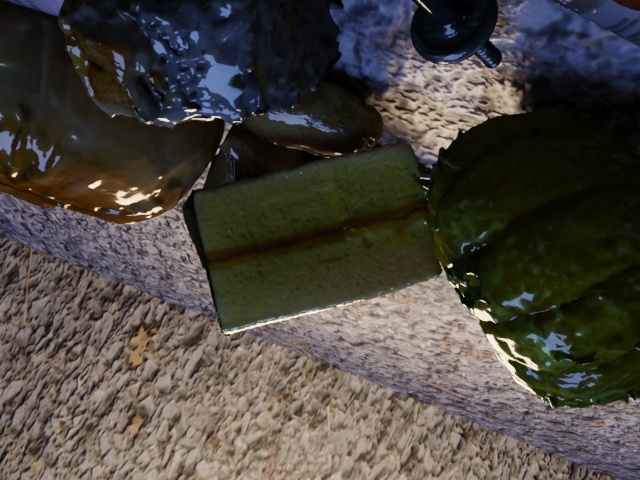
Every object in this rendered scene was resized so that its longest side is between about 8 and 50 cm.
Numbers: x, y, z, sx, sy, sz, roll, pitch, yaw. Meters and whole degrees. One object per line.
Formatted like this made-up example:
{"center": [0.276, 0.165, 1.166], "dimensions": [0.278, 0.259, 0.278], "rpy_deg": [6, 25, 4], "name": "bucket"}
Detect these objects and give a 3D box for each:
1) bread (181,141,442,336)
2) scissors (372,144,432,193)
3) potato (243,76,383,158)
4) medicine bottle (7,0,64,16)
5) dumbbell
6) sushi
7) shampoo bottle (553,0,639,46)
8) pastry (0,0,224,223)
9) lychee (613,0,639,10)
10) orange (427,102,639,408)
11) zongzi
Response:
{"center": [0.003, -0.001, 1.202], "dimensions": [0.264, 0.167, 0.163], "rpy_deg": [-12, 178, 11], "name": "bread"}
{"center": [0.060, -0.111, 1.295], "dimensions": [0.220, 0.017, 0.088], "rpy_deg": [29, 166, -23], "name": "scissors"}
{"center": [-0.015, -0.140, 1.178], "dimensions": [0.171, 0.080, 0.107], "rpy_deg": [12, 154, 8], "name": "potato"}
{"center": [-0.289, -0.291, 0.925], "dimensions": [0.254, 0.152, 0.152], "rpy_deg": [20, 164, 13], "name": "medicine bottle"}
{"center": [0.077, -0.200, 0.842], "dimensions": [0.110, 0.110, 0.254], "rpy_deg": [9, 167, 39], "name": "dumbbell"}
{"center": [-0.083, -0.192, 0.890], "dimensions": [0.184, 0.274, 0.139], "rpy_deg": [8, 133, 28], "name": "sushi"}
{"center": [0.271, -0.157, 0.780], "dimensions": [0.227, 0.055, 0.086], "rpy_deg": [25, 166, -9], "name": "shampoo bottle"}
{"center": [-0.294, -0.169, 1.138], "dimensions": [0.410, 0.245, 0.409], "rpy_deg": [16, 173, 2], "name": "pastry"}
{"center": [0.216, -0.194, 0.677], "dimensions": [0.101, 0.140, 0.114], "rpy_deg": [19, 126, 27], "name": "lychee"}
{"center": [0.237, 0.019, 1.022], "dimensions": [0.301, 0.223, 0.300], "rpy_deg": [56, -168, -29], "name": "orange"}
{"center": [-0.031, -0.046, 1.369], "dimensions": [0.242, 0.112, 0.221], "rpy_deg": [25, 142, -8], "name": "zongzi"}
